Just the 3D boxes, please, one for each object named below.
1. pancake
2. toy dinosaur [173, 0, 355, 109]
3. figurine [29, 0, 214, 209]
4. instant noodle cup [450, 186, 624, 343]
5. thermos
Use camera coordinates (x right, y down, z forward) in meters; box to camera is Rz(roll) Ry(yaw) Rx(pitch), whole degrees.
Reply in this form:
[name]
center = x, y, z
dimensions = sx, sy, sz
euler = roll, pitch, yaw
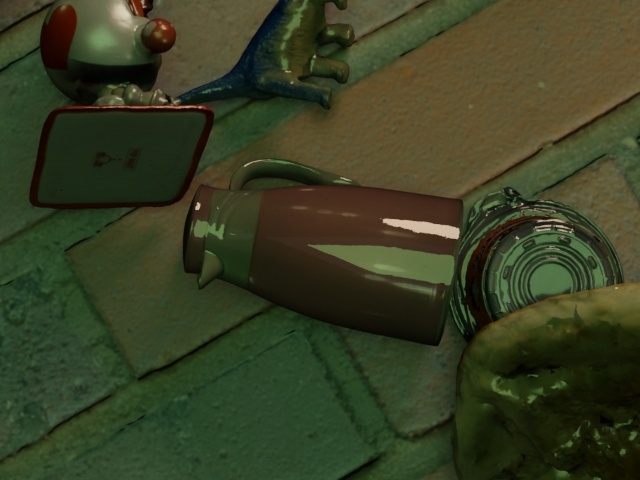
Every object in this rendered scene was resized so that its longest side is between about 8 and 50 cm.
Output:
[pancake]
center = 0.308, 0.192, 1.487
dimensions = 0.387, 0.082, 0.386
euler = 6, 122, 9
[toy dinosaur]
center = -0.061, -0.214, 1.603
dimensions = 0.188, 0.075, 0.247
euler = 9, 93, 11
[figurine]
center = -0.213, -0.173, 1.561
dimensions = 0.160, 0.183, 0.226
euler = -2, 62, -19
[instant noodle cup]
center = 0.217, 0.045, 1.555
dimensions = 0.177, 0.125, 0.208
euler = -44, 88, -1
[thermos]
center = 0.000, 0.000, 1.557
dimensions = 0.265, 0.146, 0.176
euler = 11, 47, 2
